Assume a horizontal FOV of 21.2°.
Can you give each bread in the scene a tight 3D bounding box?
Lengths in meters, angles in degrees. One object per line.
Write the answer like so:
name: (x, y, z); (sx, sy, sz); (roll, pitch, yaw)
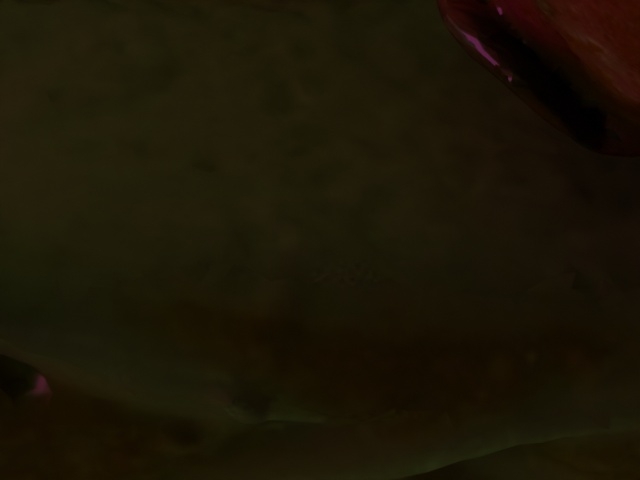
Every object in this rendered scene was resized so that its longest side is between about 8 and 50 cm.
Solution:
bread: (-0.001, 0.059, 0.579); (0.279, 0.390, 0.371); (-103, 17, -46)

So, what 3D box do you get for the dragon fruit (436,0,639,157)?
dragon fruit: (0.116, -0.103, 0.344); (0.227, 0.224, 0.224); (-139, 53, -75)
